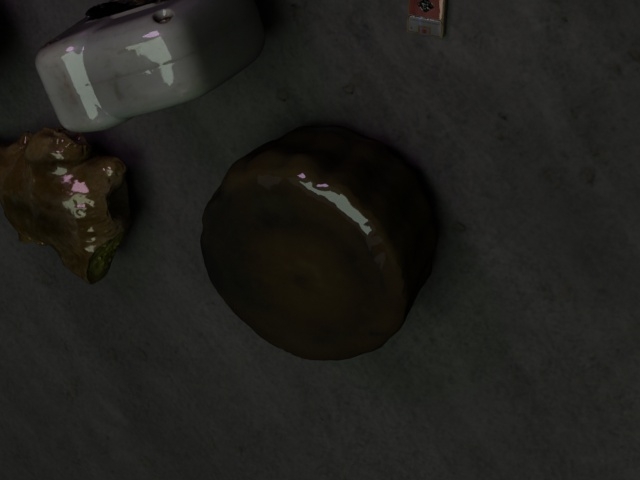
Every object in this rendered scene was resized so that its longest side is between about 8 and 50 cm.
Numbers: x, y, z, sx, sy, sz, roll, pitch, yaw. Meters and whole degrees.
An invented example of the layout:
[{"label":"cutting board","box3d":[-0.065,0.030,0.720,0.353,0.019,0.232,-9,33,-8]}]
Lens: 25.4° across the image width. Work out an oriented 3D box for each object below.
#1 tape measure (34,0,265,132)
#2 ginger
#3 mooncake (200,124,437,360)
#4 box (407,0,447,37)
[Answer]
[{"label":"tape measure","box3d":[-0.203,-0.238,1.712,0.265,0.258,0.130,-13,108,25]},{"label":"ginger","box3d":[-0.380,-0.075,1.967,0.270,0.123,0.219,30,129,10]},{"label":"mooncake","box3d":[0.000,0.000,1.787,0.290,0.161,0.290,13,123,21]},{"label":"box","box3d":[0.125,-0.280,1.658,0.046,0.012,0.083,14,120,19]}]
